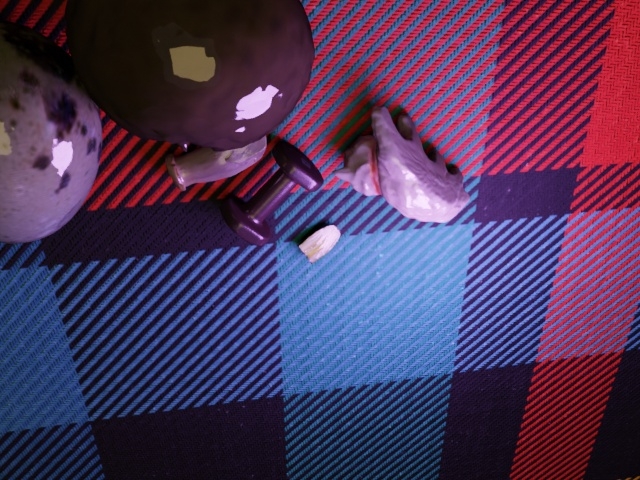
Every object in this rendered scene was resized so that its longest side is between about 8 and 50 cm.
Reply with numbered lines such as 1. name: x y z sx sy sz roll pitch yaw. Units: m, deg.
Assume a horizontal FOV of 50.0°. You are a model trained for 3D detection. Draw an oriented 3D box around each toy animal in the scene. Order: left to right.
1. toy animal: 0.191 -0.141 1.579 0.188 0.266 0.307 -36 167 28

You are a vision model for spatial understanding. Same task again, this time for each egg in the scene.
1. egg: -0.580 -0.189 1.265 0.344 0.345 0.428 -1 135 -11

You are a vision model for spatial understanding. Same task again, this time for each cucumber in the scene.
1. cucumber: 0.000 0.000 1.692 0.107 0.035 0.067 -37 112 6

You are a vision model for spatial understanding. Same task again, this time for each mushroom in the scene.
1. mushroom: -0.216 -0.184 1.493 0.246 0.096 0.108 -25 150 9

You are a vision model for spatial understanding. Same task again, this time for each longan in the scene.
1. longan: -0.223 -0.340 1.205 0.435 0.404 0.404 30 112 -28

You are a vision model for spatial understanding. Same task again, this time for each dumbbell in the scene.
1. dumbbell: -0.110 -0.105 1.546 0.140 0.124 0.225 34 110 -29
